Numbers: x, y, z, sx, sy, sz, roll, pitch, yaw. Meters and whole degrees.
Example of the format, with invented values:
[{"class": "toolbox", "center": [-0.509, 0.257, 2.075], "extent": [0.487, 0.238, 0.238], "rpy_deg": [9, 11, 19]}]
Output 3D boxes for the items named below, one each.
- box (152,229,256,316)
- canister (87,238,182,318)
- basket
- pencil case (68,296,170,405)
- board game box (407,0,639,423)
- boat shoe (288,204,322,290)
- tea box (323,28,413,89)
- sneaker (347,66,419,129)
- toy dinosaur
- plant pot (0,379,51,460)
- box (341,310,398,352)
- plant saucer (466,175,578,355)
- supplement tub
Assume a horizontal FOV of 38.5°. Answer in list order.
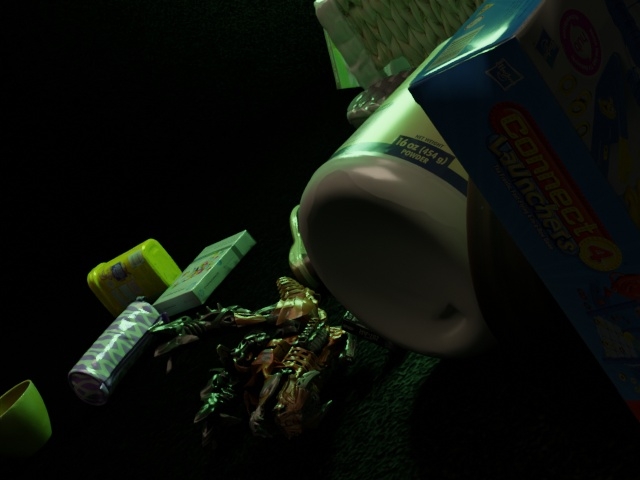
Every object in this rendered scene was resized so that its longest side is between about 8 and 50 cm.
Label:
[{"class": "box", "center": [-0.223, 0.065, 1.753], "extent": [0.145, 0.038, 0.186], "rpy_deg": [-21, 24, 47]}, {"class": "canister", "center": [-0.384, 0.080, 1.908], "extent": [0.170, 0.126, 0.073], "rpy_deg": [-26, 19, 30]}, {"class": "basket", "center": [0.222, -0.304, 1.284], "extent": [0.266, 0.328, 0.331], "rpy_deg": [-23, 21, 37]}, {"class": "pencil case", "center": [-0.347, 0.194, 1.590], "extent": [0.088, 0.086, 0.206], "rpy_deg": [6, 40, 28]}, {"class": "board game box", "center": [0.242, -0.078, 0.637], "extent": [0.086, 0.302, 0.308], "rpy_deg": [-18, 26, 50]}, {"class": "boat shoe", "center": [-0.001, -0.001, 1.386], "extent": [0.073, 0.080, 0.223], "rpy_deg": [-28, 23, 14]}, {"class": "tea box", "center": [0.200, -0.419, 1.664], "extent": [0.329, 0.220, 0.323], "rpy_deg": [-17, 10, -15]}, {"class": "sneaker", "center": [0.169, -0.150, 1.144], "extent": [0.281, 0.115, 0.105], "rpy_deg": [0, 32, 20]}, {"class": "toy dinosaur", "center": [-0.053, 0.136, 1.065], "extent": [0.218, 0.164, 0.322], "rpy_deg": [-19, 1, 11]}, {"class": "plant pot", "center": [-0.521, 0.321, 1.576], "extent": [0.134, 0.095, 0.134], "rpy_deg": [-34, 16, 11]}, {"class": "box", "center": [0.070, 0.080, 1.018], "extent": [0.083, 0.067, 0.018], "rpy_deg": [-55, -18, -46]}, {"class": "plant saucer", "center": [0.200, -0.042, 0.731], "extent": [0.041, 0.278, 0.278], "rpy_deg": [9, 44, 38]}, {"class": "supplement tub", "center": [0.157, -0.068, 0.919], "extent": [0.325, 0.235, 0.235], "rpy_deg": [-48, 18, -31]}]
